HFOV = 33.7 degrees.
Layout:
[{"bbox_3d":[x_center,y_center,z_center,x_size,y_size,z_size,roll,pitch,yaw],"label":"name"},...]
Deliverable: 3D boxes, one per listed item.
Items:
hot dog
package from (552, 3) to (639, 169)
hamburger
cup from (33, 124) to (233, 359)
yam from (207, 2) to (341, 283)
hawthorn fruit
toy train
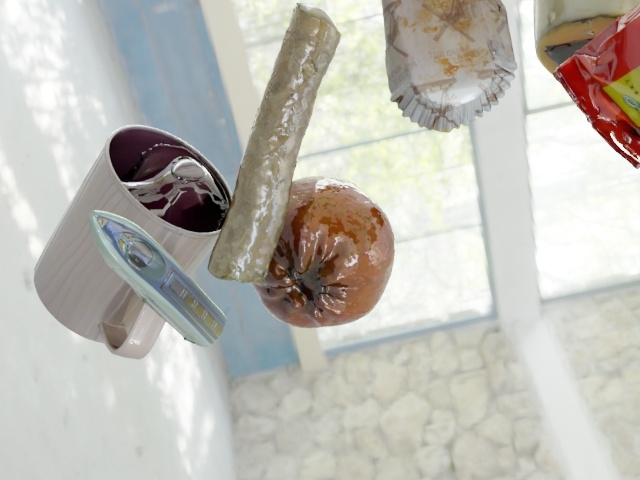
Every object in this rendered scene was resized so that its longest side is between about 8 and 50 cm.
[{"bbox_3d":[0.115,-0.231,1.054,0.069,0.131,0.253,74,4,-75],"label":"hot dog"},{"bbox_3d":[0.504,-0.254,1.299,0.196,0.123,0.423,51,-41,-4],"label":"package"},{"bbox_3d":[0.478,-0.356,1.694,0.294,0.276,0.179,32,62,-41],"label":"hamburger"},{"bbox_3d":[-0.258,0.018,1.538,0.208,0.273,0.288,-8,53,-53],"label":"cup"},{"bbox_3d":[-0.053,-0.117,1.316,0.081,0.081,0.357,-68,177,-88],"label":"yam"},{"bbox_3d":[0.000,0.000,1.498,0.261,0.224,0.224,-71,151,-61],"label":"hawthorn fruit"},{"bbox_3d":[-0.178,0.043,1.162,0.048,0.055,0.252,26,-17,33],"label":"toy train"}]
